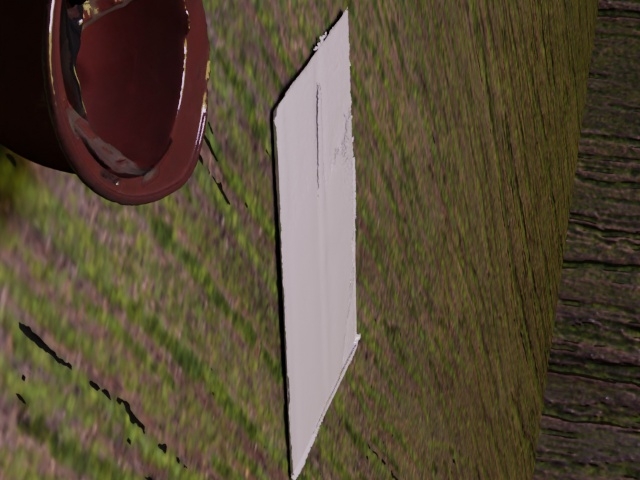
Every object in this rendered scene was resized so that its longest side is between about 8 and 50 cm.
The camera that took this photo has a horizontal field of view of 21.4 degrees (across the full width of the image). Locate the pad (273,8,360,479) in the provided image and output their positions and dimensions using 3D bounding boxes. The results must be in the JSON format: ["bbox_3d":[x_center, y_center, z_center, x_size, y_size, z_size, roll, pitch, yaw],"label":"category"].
[{"bbox_3d":[0.000,0.000,0.946,0.156,0.004,0.232,-61,153,-57],"label":"pad"}]

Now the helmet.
[{"bbox_3d":[-0.079,-0.055,0.500,0.111,0.057,0.089,39,55,-68],"label":"helmet"}]
